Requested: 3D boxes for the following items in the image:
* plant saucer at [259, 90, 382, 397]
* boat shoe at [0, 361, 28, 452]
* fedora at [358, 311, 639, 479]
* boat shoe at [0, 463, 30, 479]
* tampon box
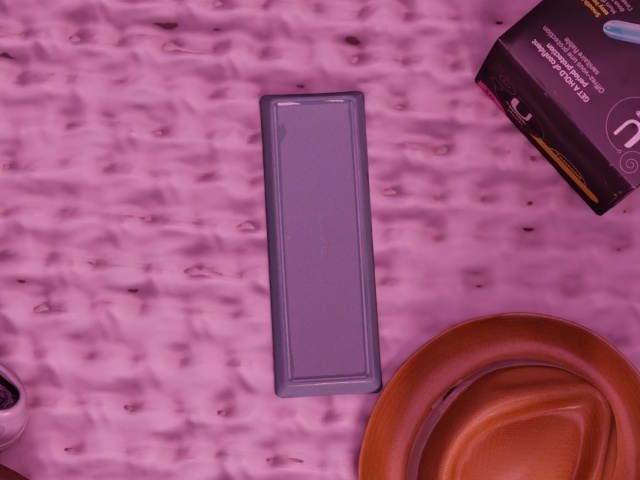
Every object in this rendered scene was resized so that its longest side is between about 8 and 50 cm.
[{"bbox_3d":[0.000,0.000,0.893,0.067,0.018,0.192,-3,82,-3],"label":"plant saucer"},{"bbox_3d":[-0.252,0.061,0.838,0.184,0.063,0.066,36,54,3],"label":"boat shoe"},{"bbox_3d":[0.118,0.132,0.846,0.194,0.079,0.194,0,81,-3],"label":"fedora"},{"bbox_3d":[-0.260,0.127,0.799,0.257,0.095,0.095,42,56,-13],"label":"boat shoe"},{"bbox_3d":[0.197,-0.116,0.875,0.161,0.101,0.120,-41,85,-7],"label":"tampon box"}]
